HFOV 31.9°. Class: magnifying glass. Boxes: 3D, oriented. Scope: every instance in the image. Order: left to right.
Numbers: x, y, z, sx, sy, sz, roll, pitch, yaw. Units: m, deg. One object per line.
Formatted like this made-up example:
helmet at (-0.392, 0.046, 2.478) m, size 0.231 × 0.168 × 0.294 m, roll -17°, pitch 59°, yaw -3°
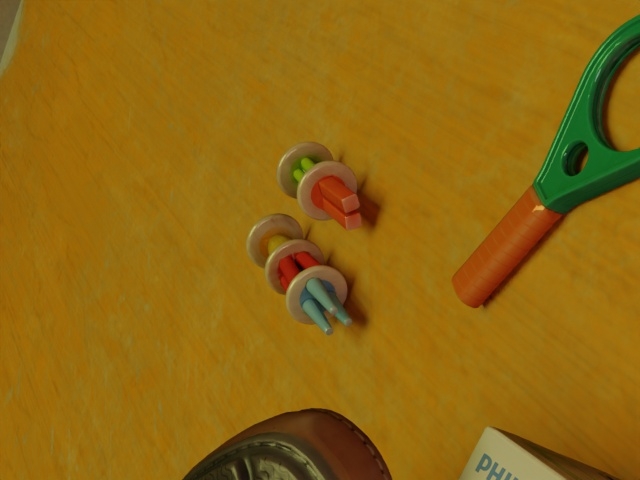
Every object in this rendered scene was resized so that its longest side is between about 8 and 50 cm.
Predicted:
magnifying glass at (0.156, -0.042, 0.689) m, size 0.231 × 0.026 × 0.092 m, roll -52°, pitch 37°, yaw 32°

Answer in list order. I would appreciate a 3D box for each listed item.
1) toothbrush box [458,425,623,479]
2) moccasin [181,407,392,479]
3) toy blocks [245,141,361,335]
toothbrush box at (0.106, 0.261, 0.498) m, size 0.283 × 0.122 × 0.206 m, roll -61°, pitch 30°, yaw 3°
moccasin at (-0.014, 0.222, 0.664) m, size 0.139 × 0.147 × 0.380 m, roll 47°, pitch 145°, yaw 35°
toy blocks at (0.000, 0.000, 0.900) m, size 0.123 × 0.054 × 0.148 m, roll -66°, pitch 31°, yaw 16°
